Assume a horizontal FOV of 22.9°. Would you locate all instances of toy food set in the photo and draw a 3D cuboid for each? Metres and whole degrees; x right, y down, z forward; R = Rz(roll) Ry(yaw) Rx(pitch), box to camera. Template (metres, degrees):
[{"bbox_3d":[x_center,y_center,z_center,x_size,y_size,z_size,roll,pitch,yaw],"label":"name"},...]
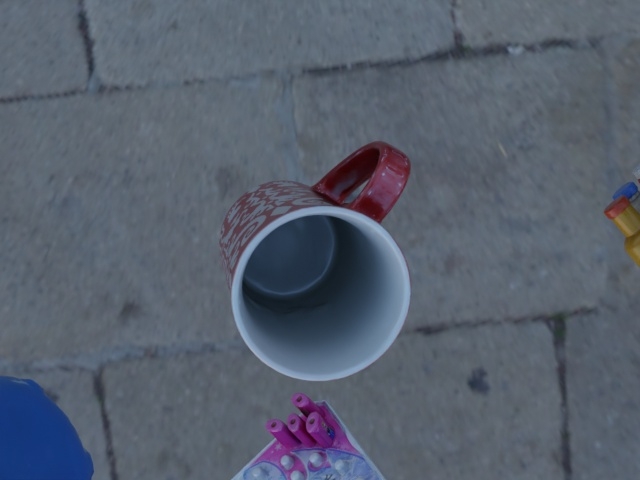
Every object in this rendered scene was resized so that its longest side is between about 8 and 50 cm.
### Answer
[{"bbox_3d":[0.351,-0.053,1.447,0.232,0.111,0.104,-42,96,-16],"label":"toy food set"}]

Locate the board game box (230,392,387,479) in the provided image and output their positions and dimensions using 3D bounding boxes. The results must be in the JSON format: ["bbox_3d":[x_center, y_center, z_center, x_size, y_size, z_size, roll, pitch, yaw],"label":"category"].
[{"bbox_3d":[-0.069,0.399,1.721,0.390,0.390,0.050,-44,128,2],"label":"board game box"}]

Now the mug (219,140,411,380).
[{"bbox_3d":[0.003,0.009,1.063,0.150,0.169,0.113,-29,104,-4],"label":"mug"}]

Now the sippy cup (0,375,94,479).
[{"bbox_3d":[-0.308,0.211,1.243,0.224,0.240,0.305,-20,88,30],"label":"sippy cup"}]
